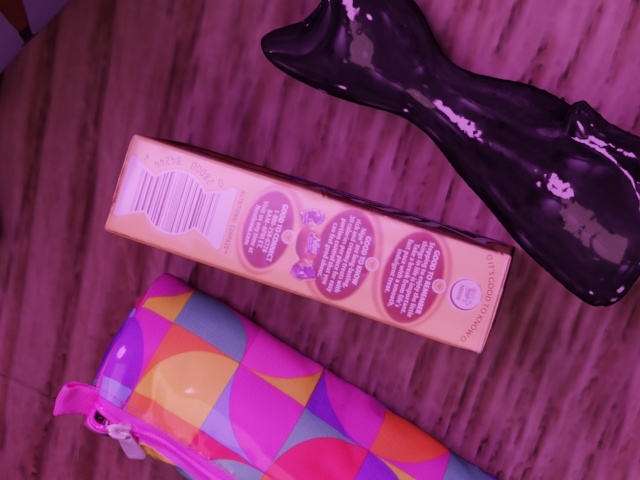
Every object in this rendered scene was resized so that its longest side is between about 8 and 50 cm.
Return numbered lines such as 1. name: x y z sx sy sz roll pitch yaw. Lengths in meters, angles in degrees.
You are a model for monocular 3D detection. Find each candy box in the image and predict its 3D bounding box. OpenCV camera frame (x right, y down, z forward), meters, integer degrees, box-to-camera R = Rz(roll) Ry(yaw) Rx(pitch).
1. candy box: 0.000 0.000 0.770 0.187 0.109 0.053 17 94 8

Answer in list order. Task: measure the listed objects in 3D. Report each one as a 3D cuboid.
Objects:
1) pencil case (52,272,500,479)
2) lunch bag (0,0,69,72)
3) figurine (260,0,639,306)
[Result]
1. pencil case: -0.020 0.115 0.848 0.236 0.104 0.104 30 121 -1
2. lunch bag: -0.245 -0.250 0.629 0.328 0.239 0.385 -42 90 16
3. figurine: 0.102 -0.109 0.706 0.209 0.092 0.215 33 120 2
